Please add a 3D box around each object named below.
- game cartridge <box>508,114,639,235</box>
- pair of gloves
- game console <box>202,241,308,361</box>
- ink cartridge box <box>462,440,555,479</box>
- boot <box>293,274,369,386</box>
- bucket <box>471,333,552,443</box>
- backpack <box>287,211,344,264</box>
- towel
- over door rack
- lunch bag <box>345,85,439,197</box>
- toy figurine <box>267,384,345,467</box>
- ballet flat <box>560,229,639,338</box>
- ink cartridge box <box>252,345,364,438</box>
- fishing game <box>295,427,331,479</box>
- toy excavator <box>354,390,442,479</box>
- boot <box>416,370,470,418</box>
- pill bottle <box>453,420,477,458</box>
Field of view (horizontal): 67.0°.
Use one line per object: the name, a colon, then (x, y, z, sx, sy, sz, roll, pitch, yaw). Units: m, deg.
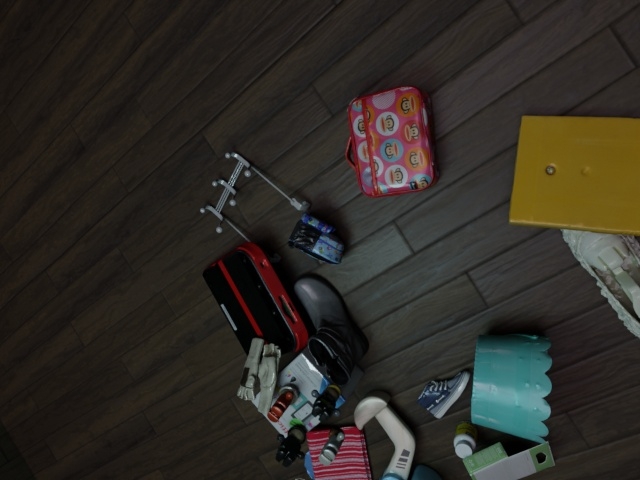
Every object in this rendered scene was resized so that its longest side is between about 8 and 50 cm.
game cartridge: (0.650, -0.163, 1.193, 0.324, 0.053, 0.285, 8, 85, 19)
pair of gloves: (-0.193, 0.412, 1.504, 0.240, 0.042, 0.204, -1, 75, 62)
game console: (-0.224, 0.216, 1.617, 0.342, 0.060, 0.386, -29, 90, 48)
ink cartridge box: (0.548, 0.644, 1.406, 0.235, 0.056, 0.171, -28, 128, 5)
boot: (0.012, 0.263, 1.488, 0.338, 0.223, 0.118, 48, 114, 6)
bucket: (0.510, 0.382, 1.295, 0.183, 0.281, 0.281, 4, 103, 22)
backpack: (0.000, 0.000, 1.478, 0.173, 0.158, 0.117, 27, 92, 0)
towel: (0.066, 0.763, 1.650, 0.199, 0.031, 0.274, -9, 97, 12)
over door rack: (-0.227, -0.105, 1.568, 0.324, 0.108, 0.239, 36, 113, 11)
lunch bag: (0.190, -0.272, 1.365, 0.258, 0.120, 0.293, -6, 98, 27)
toy figurine: (-0.034, 0.528, 1.397, 0.210, 0.148, 0.213, -10, 96, 17)
ballet flat: (0.753, 0.078, 1.202, 0.147, 0.147, 0.409, -36, 86, 24)
ink cartridge box: (-0.040, 0.473, 1.568, 0.198, 0.197, 0.270, 46, 114, 7)
fishing game: (0.038, 0.784, 1.694, 0.189, 0.041, 0.264, 27, 105, 6)
toy excavator: (0.266, 0.754, 1.529, 0.433, 0.222, 0.445, 21, 95, 17)
boot: (0.370, 0.453, 1.469, 0.086, 0.069, 0.190, 32, 113, 10)
pill bottle: (0.434, 0.598, 1.450, 0.065, 0.116, 0.065, 5, 104, 20)
